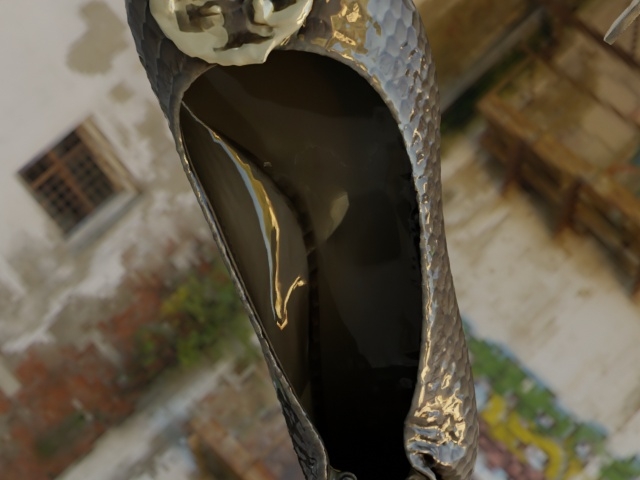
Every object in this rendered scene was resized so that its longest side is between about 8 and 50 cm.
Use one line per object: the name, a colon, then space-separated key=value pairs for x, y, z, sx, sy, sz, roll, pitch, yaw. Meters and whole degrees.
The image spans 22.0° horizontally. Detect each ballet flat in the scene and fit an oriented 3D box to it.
ballet flat: x=0.000 y=0.000 z=0.501 sx=0.084 sy=0.058 sz=0.250 roll=-6 pitch=-57 yaw=14

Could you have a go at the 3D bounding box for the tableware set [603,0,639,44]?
tableware set: x=0.152 y=-0.167 z=0.670 sx=0.039 sy=0.128 sz=0.194 roll=28 pitch=-14 yaw=-1
